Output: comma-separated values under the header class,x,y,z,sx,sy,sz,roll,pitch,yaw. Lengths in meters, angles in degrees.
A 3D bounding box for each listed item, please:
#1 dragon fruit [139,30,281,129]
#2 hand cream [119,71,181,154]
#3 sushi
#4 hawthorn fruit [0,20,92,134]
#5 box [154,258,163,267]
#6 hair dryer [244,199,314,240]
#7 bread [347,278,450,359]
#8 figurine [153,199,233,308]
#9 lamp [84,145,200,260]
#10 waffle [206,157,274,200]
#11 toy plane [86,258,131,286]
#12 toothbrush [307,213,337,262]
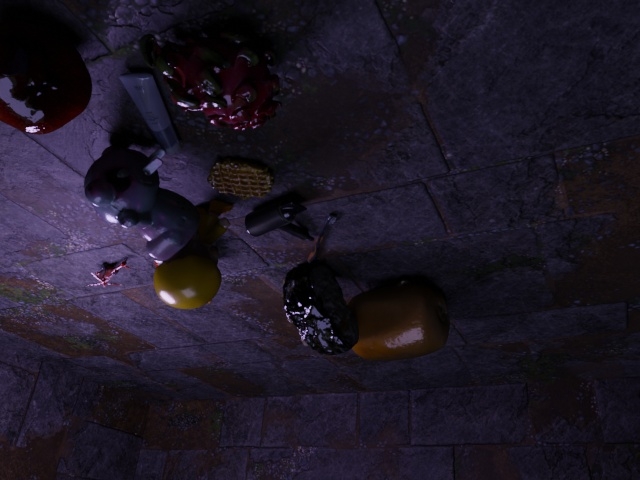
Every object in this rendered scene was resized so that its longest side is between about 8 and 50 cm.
class,x,y,z,sx,sy,sz,roll,pitch,yaw
dragon fruit,-0.217,-0.326,1.139,0.273,0.218,0.198,3,113,12
hand cream,-0.401,-0.305,1.333,0.079,0.048,0.255,-3,148,5
sushi,-0.002,0.255,1.994,0.171,0.211,0.350,-22,105,29
hawthorn fruit,-0.634,-0.337,1.164,0.266,0.210,0.230,3,159,33
box,-0.481,0.075,1.955,0.182,0.099,0.133,7,147,0
hair dryer,-0.081,-0.050,1.725,0.196,0.078,0.248,-19,152,34
bread,0.294,0.329,2.135,0.376,0.253,0.348,-9,151,26
figurine,-0.370,0.040,1.633,0.187,0.343,0.215,30,140,-28
lamp,-0.454,-0.116,1.449,0.247,0.247,0.301,-35,121,22
waffle,-0.222,-0.170,1.548,0.191,0.038,0.191,4,150,2
toy plane,-0.799,0.115,2.097,0.126,0.077,0.194,16,141,-25
toothbrush,-0.003,-0.001,1.829,0.031,0.023,0.321,14,149,-10
